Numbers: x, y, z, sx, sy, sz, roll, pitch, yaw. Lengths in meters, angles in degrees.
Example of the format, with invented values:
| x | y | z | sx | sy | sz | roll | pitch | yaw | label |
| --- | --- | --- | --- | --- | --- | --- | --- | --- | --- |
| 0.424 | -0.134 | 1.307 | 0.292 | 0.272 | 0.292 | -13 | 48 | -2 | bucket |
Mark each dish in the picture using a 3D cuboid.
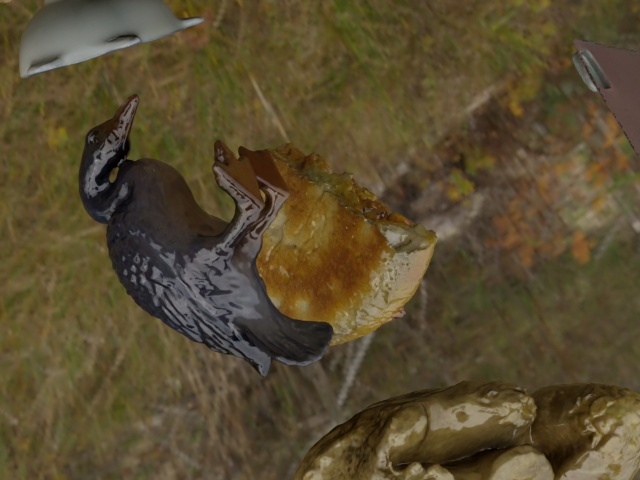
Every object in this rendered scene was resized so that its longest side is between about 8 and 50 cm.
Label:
| x | y | z | sx | sy | sz | roll | pitch | yaw | label |
| --- | --- | --- | --- | --- | --- | --- | --- | --- | --- |
| -0.262 | -0.267 | 1.655 | 0.228 | 0.236 | 0.086 | -15 | 102 | 9 | dish |

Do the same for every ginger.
| x | y | z | sx | sy | sz | roll | pitch | yaw | label |
| --- | --- | --- | --- | --- | --- | --- | --- | --- | --- |
| 0.123 | 0.149 | 0.988 | 0.236 | 0.166 | 0.375 | -53 | 166 | 23 | ginger |

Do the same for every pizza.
| x | y | z | sx | sy | sz | roll | pitch | yaw | label |
| --- | --- | --- | --- | --- | --- | --- | --- | --- | --- |
| 0.000 | 0.000 | 1.489 | 0.086 | 0.226 | 0.335 | -9 | 173 | -38 | pizza |

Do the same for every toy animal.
| x | y | z | sx | sy | sz | roll | pitch | yaw | label |
| --- | --- | --- | --- | --- | --- | --- | --- | --- | --- |
| -0.109 | 0.001 | 1.277 | 0.185 | 0.298 | 0.122 | -34 | 179 | 25 | toy animal |

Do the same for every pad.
| x | y | z | sx | sy | sz | roll | pitch | yaw | label |
| --- | --- | --- | --- | --- | --- | --- | --- | --- | --- |
| 0.162 | -0.026 | 0.555 | 0.006 | 0.113 | 0.188 | -36 | 163 | 29 | pad |

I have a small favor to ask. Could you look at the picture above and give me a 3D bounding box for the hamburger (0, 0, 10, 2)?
| x | y | z | sx | sy | sz | roll | pitch | yaw | label |
| --- | --- | --- | --- | --- | --- | --- | --- | --- | --- |
| -0.174 | -0.219 | 0.489 | 0.268 | 0.445 | 0.287 | -16 | 136 | -24 | hamburger |
